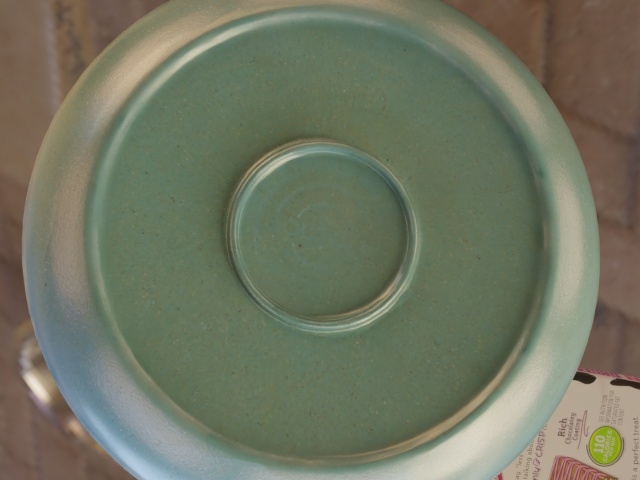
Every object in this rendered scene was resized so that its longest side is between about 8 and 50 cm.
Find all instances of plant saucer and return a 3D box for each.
[{"bbox_3d":[0.000,0.000,1.047,0.317,0.317,0.044,50,168,2],"label":"plant saucer"}]

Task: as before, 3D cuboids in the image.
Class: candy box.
[{"bbox_3d":[0.207,0.175,1.398,0.233,0.071,0.159,10,90,3],"label":"candy box"}]
